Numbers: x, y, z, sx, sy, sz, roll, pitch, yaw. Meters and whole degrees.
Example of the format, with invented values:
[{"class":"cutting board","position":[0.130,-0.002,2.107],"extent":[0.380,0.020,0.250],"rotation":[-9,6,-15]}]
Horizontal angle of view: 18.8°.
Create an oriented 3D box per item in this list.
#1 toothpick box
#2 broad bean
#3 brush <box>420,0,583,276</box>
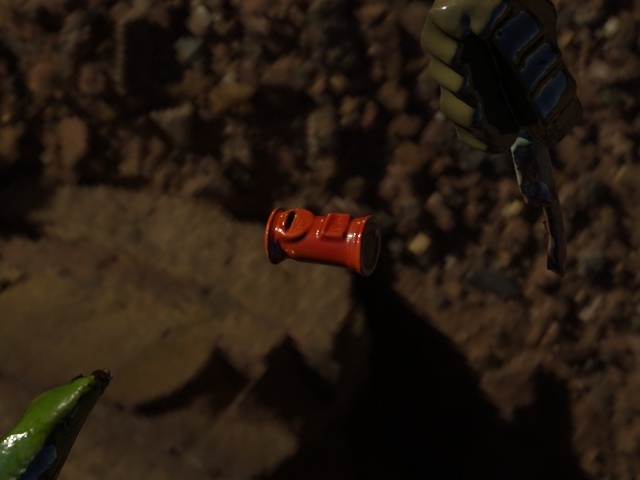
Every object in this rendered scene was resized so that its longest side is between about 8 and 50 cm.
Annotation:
[{"class":"toothpick box","position":[0.000,0.000,1.474],"extent":[0.083,0.047,0.047],"rotation":[6,131,19]},{"class":"broad bean","position":[-0.184,0.142,1.032],"extent":[0.046,0.195,0.061],"rotation":[46,-179,1]},{"class":"brush","position":[0.112,-0.063,1.046],"extent":[0.071,0.084,0.301],"rotation":[-6,148,14]}]
